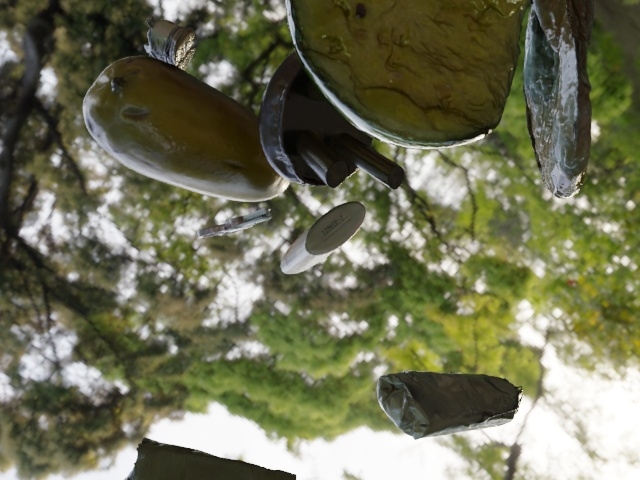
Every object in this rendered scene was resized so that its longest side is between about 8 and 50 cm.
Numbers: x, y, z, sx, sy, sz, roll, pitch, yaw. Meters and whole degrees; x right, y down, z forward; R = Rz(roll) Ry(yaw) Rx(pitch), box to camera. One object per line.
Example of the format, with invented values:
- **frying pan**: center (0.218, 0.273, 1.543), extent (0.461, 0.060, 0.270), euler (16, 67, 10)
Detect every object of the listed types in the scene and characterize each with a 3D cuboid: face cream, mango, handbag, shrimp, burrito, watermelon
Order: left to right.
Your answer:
- **handbag**: center (-0.202, 0.456, 1.474), extent (0.253, 0.316, 0.109), euler (20, -165, 1)
- **mango**: center (-0.252, -0.200, 1.931), extent (0.445, 0.221, 0.301), euler (29, 169, -27)
- **face cream**: center (0.000, 0.000, 1.888), extent (0.067, 0.139, 0.285), euler (52, 165, 1)
- **watermelon**: center (0.097, -0.255, 1.162), extent (0.331, 0.331, 0.189), euler (39, 160, 0)
- **burrito**: center (0.292, 0.326, 1.954), extent (0.445, 0.101, 0.139), euler (8, -145, -43)
- **shrimp**: center (0.346, -0.281, 1.400), extent (0.109, 0.446, 0.221), euler (-2, -173, 4)

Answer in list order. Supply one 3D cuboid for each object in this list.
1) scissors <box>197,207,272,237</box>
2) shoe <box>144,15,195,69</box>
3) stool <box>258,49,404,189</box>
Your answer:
- **scissors**: center (-0.191, -0.040, 2.283), extent (0.118, 0.242, 0.031), euler (-10, -94, -38)
- **shoe**: center (-0.315, -0.393, 1.982), extent (0.092, 0.089, 0.180), euler (31, 165, 0)
- **stool**: center (0.042, -0.212, 1.729), extent (0.272, 0.272, 0.178), euler (15, -171, -45)
